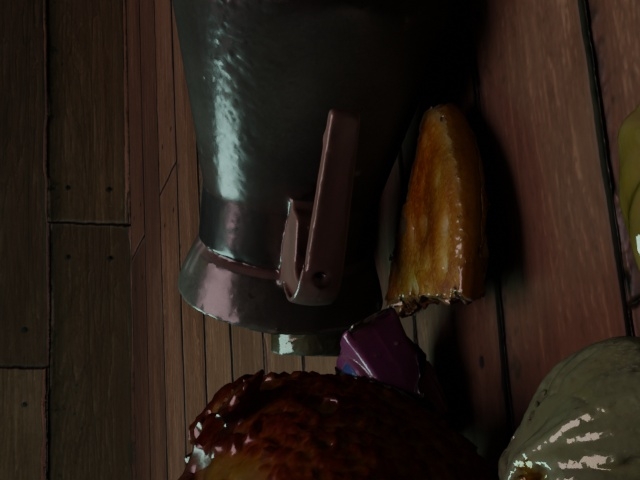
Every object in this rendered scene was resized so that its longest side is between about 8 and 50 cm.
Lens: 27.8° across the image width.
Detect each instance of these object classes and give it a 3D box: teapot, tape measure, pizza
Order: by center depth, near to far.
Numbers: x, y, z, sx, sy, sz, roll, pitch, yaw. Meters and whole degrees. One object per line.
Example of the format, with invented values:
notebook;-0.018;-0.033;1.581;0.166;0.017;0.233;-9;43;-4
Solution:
pizza;0.104;-0.007;1.096;0.193;0.053;0.201;119;153;-58
tape measure;0.065;0.129;1.132;0.118;0.074;0.125;59;167;13
teapot;-0.013;-0.100;1.151;0.300;0.253;0.344;-115;28;-68

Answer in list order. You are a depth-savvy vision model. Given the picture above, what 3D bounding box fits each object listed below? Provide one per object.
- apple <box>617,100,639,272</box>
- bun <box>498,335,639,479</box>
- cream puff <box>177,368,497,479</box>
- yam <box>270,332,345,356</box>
apple;0.217;-0.018;0.513;0.200;0.200;0.200;-178;90;-73
bun;0.168;0.154;0.766;0.195;0.118;0.196;178;90;-75
cream puff;0.037;0.239;0.970;0.350;0.228;0.350;60;-179;-2
yam;0.000;0.000;1.369;0.106;0.106;0.259;-150;61;-71
